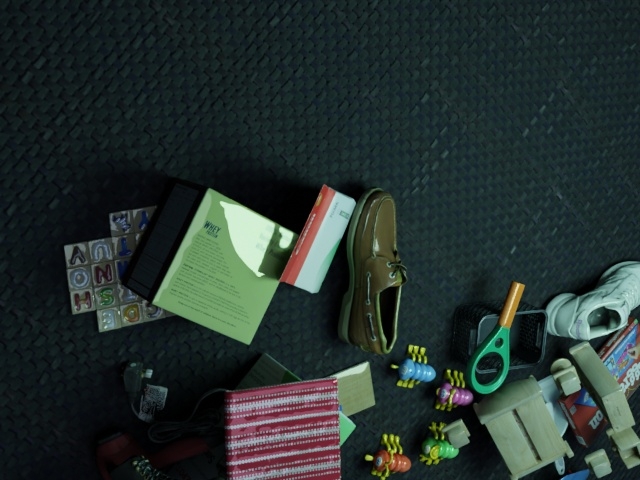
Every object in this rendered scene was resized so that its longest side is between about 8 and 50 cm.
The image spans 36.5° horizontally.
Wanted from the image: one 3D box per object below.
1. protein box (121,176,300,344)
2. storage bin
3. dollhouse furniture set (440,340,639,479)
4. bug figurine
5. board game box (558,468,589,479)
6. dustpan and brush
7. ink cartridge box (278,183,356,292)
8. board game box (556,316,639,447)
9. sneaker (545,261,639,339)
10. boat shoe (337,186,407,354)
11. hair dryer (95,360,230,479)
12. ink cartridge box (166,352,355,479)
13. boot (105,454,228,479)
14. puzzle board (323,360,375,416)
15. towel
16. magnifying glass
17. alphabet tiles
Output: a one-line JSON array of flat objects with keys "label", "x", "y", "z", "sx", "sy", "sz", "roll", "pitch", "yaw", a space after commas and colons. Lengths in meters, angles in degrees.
[{"label": "protein box", "x": -0.180, "y": 0.032, "z": 1.598, "sx": 0.200, "sy": 0.136, "sz": 0.201, "roll": 28, "pitch": 86, "yaw": -35}, {"label": "storage bin", "x": 0.367, "y": 0.194, "z": 1.987, "sx": 0.180, "sy": 0.084, "sz": 0.122, "roll": -3, "pitch": 104, "yaw": -29}, {"label": "dollhouse furniture set", "x": 0.451, "y": 0.384, "z": 2.028, "sx": 0.355, "sy": 0.174, "sz": 0.303, "roll": -26, "pitch": 118, "yaw": 5}, {"label": "bug figurine", "x": 0.205, "y": 0.357, "z": 1.944, "sx": 0.216, "sy": 0.072, "sz": 0.279, "roll": 11, "pitch": 97, "yaw": -31}, {"label": "board game box", "x": 0.533, "y": 0.554, "z": 2.184, "sx": 0.168, "sy": 0.033, "sz": 0.133, "roll": 1, "pitch": 128, "yaw": -46}, {"label": "dustpan and brush", "x": 0.501, "y": 0.416, "z": 2.130, "sx": 0.147, "sy": 0.060, "sz": 0.211, "roll": -22, "pitch": 112, "yaw": -23}, {"label": "ink cartridge box", "x": 0.000, "y": 0.000, "z": 1.664, "sx": 0.056, "sy": 0.224, "sz": 0.181, "roll": 24, "pitch": 90, "yaw": 4}, {"label": "board game box", "x": 0.647, "y": 0.317, "z": 2.182, "sx": 0.281, "sy": 0.027, "sz": 0.145, "roll": -42, "pitch": 118, "yaw": -23}, {"label": "sneaker", "x": 0.632, "y": 0.142, "z": 2.083, "sx": 0.305, "sy": 0.152, "sz": 0.114, "roll": -25, "pitch": 111, "yaw": -23}, {"label": "boat shoe", "x": 0.114, "y": 0.058, "z": 1.784, "sx": 0.110, "sy": 0.104, "sz": 0.307, "roll": -15, "pitch": 115, "yaw": -47}, {"label": "hair dryer", "x": -0.270, "y": 0.363, "z": 1.615, "sx": 0.080, "sy": 0.223, "sz": 0.293, "roll": -15, "pitch": 121, "yaw": -72}, {"label": "ink cartridge box", "x": -0.109, "y": 0.369, "z": 1.689, "sx": 0.121, "sy": 0.211, "sz": 0.289, "roll": 44, "pitch": 80, "yaw": -30}, {"label": "boot", "x": -0.247, "y": 0.384, "z": 1.536, "sx": 0.198, "sy": 0.077, "sz": 0.137, "roll": -31, "pitch": 90, "yaw": 23}, {"label": "puzzle board", "x": 0.044, "y": 0.296, "z": 1.875, "sx": 0.128, "sy": 0.011, "sz": 0.096, "roll": -18, "pitch": 112, "yaw": -24}, {"label": "towel", "x": -0.060, "y": 0.362, "z": 1.576, "sx": 0.199, "sy": 0.031, "sz": 0.275, "roll": -5, "pitch": 101, "yaw": -22}, {"label": "magnifying glass", "x": 0.352, "y": 0.192, "z": 1.917, "sx": 0.092, "sy": 0.026, "sz": 0.231, "roll": 17, "pitch": 96, "yaw": -31}, {"label": "alphabet tiles", "x": -0.304, "y": 0.044, "z": 1.618, "sx": 0.237, "sy": 0.009, "sz": 0.198, "roll": -11, "pitch": 108, "yaw": -27}]
